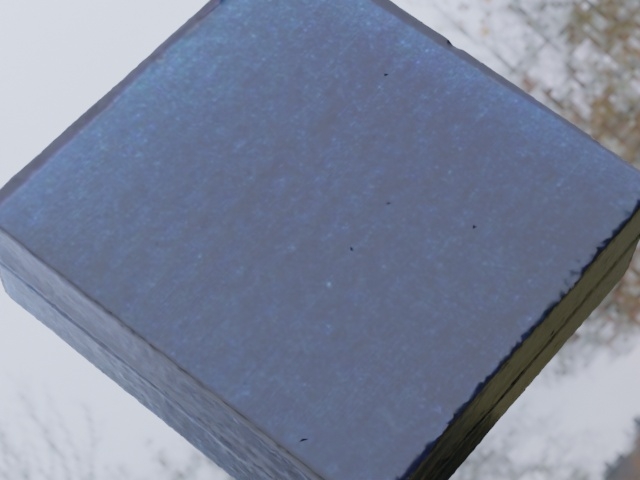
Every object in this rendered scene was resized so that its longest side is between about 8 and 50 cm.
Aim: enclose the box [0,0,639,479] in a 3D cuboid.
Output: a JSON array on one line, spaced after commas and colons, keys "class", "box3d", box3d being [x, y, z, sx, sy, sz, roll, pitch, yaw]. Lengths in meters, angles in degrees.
[{"class": "box", "box3d": [0.000, 0.000, 0.940, 0.261, 0.279, 0.116, -46, -18, -22]}]
